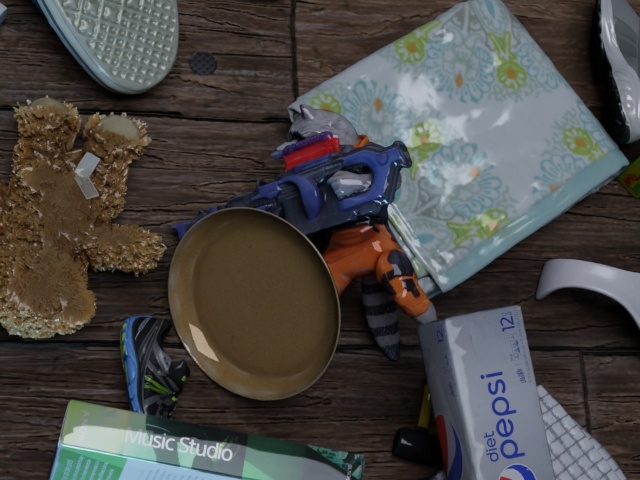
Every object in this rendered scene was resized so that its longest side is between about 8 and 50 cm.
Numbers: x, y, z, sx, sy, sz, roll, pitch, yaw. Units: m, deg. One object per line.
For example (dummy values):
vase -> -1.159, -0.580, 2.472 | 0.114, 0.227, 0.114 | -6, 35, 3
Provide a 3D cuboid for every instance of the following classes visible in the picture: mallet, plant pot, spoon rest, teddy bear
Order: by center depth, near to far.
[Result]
plant pot -> -0.075, 0.073, 1.671 | 0.236, 0.236, 0.032 | 52, 30, 7
teddy bear -> -0.314, -0.028, 1.699 | 0.245, 0.113, 0.338 | 1, 63, -21
mallet -> 0.145, 0.193, 1.765 | 0.062, 0.039, 0.190 | 24, 63, -4
spoon rest -> 0.425, 0.091, 1.844 | 0.276, 0.084, 0.137 | 20, 67, -6

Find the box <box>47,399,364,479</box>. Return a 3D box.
box -> -0.136, 0.262, 1.559 | 0.322, 0.232, 0.058 | 11, 64, -11

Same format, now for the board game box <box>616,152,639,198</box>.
board game box -> 0.493, -0.142, 1.940 | 0.043, 0.092, 0.181 | 46, 66, 4

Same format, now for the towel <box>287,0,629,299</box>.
towel -> 0.182, -0.132, 1.860 | 0.374, 0.090, 0.320 | -32, 82, -22

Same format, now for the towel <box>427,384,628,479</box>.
towel -> 0.268, 0.353, 1.694 | 0.235, 0.121, 0.284 | -37, 81, -24

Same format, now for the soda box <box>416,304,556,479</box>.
soda box -> 0.192, 0.222, 1.578 | 0.098, 0.091, 0.286 | -9, 84, -19

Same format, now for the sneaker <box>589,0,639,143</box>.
sneaker -> 0.432, -0.248, 1.932 | 0.108, 0.100, 0.271 | -7, 57, 1

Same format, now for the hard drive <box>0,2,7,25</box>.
hard drive -> -0.577, -0.301, 1.753 | 0.307, 0.040, 0.203 | 34, 66, 0

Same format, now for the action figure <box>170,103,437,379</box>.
action figure -> 0.000, 0.000, 1.725 | 0.178, 0.341, 0.330 | -8, 89, -58

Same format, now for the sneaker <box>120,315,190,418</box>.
sneaker -> -0.190, 0.176, 1.665 | 0.078, 0.067, 0.188 | -7, 70, -10

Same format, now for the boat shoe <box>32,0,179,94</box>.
boat shoe -> -0.343, -0.407, 1.796 | 0.187, 0.156, 0.500 | -34, 93, -27
